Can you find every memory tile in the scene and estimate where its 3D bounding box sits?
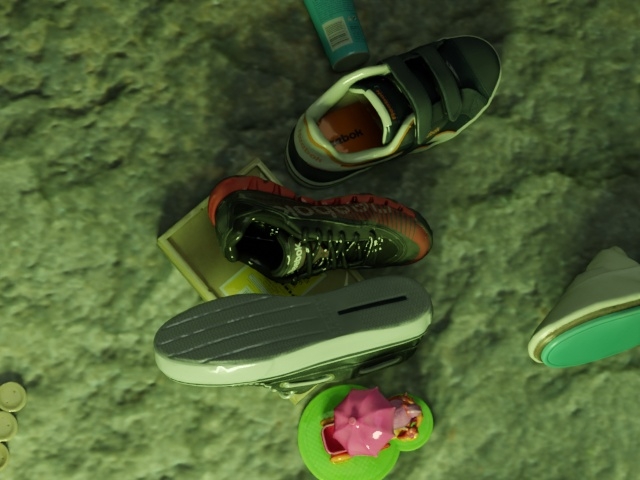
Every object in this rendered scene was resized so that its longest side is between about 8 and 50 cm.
[{"bbox_3d":[-0.416,0.226,1.798,0.113,0.012,0.148,16,74,-5],"label":"memory tile"}]

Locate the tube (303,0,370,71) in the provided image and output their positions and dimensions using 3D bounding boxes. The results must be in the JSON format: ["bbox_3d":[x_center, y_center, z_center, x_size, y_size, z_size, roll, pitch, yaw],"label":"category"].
[{"bbox_3d":[0.007,-0.322,1.985,0.080,0.052,0.207,-14,74,-17],"label":"tube"}]

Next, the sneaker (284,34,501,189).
[{"bbox_3d":[0.107,-0.172,1.923,0.321,0.127,0.126,-32,82,-16],"label":"sneaker"}]

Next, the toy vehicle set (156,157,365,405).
[{"bbox_3d":[-0.055,0.049,1.887,0.166,0.035,0.267,-39,85,-16],"label":"toy vehicle set"}]

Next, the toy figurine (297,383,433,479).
[{"bbox_3d":[0.069,0.219,1.802,0.173,0.159,0.130,-12,79,-12],"label":"toy figurine"}]

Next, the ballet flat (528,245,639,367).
[{"bbox_3d":[0.423,0.057,1.929,0.400,0.139,0.139,-13,79,-16],"label":"ballet flat"}]

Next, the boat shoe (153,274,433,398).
[{"bbox_3d":[-0.027,0.133,1.786,0.335,0.119,0.121,-7,43,-12],"label":"boat shoe"}]

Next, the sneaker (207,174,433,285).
[{"bbox_3d":[0.000,0.000,1.813,0.276,0.097,0.135,9,32,-6],"label":"sneaker"}]
